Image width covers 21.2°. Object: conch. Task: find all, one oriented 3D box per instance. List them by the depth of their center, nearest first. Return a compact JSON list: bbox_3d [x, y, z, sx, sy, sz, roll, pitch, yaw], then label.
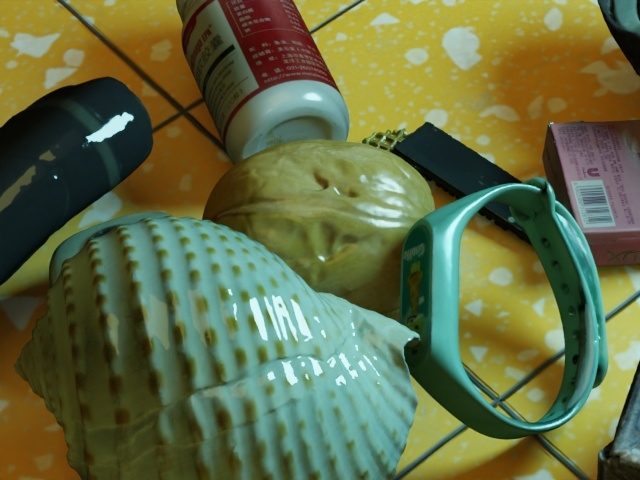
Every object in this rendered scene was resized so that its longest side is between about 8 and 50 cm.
[{"bbox_3d":[-0.096,0.128,1.417,0.319,0.215,0.302,-3,88,23],"label":"conch"}]

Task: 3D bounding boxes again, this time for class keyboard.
[{"bbox_3d":[0.162,-0.054,1.701,0.195,0.018,0.060,36,57,24],"label":"keyboard"}]

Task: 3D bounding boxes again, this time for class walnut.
[{"bbox_3d":[0.000,0.000,1.590,0.226,0.193,0.193,-5,51,-4],"label":"walnut"}]

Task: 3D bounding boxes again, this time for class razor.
[{"bbox_3d":[-0.315,-0.023,1.657,0.349,0.113,0.204,-48,21,-27],"label":"razor"}]

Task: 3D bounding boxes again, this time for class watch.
[{"bbox_3d":[0.164,0.056,1.518,0.195,0.068,0.237,8,71,-24],"label":"watch"}]

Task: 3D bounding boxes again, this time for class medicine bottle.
[{"bbox_3d":[-0.066,-0.181,1.772,0.131,0.131,0.250,-20,52,-8],"label":"medicine bottle"}]

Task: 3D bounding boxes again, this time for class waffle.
[{"bbox_3d":[0.070,-0.080,1.745,0.078,0.016,0.085,-5,50,5],"label":"waffle"}]

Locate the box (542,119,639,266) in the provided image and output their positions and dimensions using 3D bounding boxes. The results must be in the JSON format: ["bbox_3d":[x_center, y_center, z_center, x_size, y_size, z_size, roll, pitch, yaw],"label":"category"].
[{"bbox_3d":[0.283,-0.048,1.655,0.111,0.060,0.156,-3,52,-4],"label":"box"}]

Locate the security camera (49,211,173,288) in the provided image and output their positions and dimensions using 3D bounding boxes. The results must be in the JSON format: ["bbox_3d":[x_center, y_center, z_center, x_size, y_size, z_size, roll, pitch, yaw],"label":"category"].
[{"bbox_3d":[-0.158,0.102,1.597,0.157,0.080,0.301,-19,54,-8],"label":"security camera"}]

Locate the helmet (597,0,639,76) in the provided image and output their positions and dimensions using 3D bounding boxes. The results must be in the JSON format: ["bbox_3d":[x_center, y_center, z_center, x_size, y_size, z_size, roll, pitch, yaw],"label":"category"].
[{"bbox_3d":[0.420,-0.198,1.688,0.225,0.177,0.305,-41,51,-13],"label":"helmet"}]

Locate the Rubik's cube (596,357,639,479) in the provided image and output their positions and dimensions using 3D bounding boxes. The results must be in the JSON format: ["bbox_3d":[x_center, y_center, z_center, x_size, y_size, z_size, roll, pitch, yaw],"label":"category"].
[{"bbox_3d":[0.369,0.171,1.351,0.260,0.254,0.259,17,54,18],"label":"Rubik's cube"}]
